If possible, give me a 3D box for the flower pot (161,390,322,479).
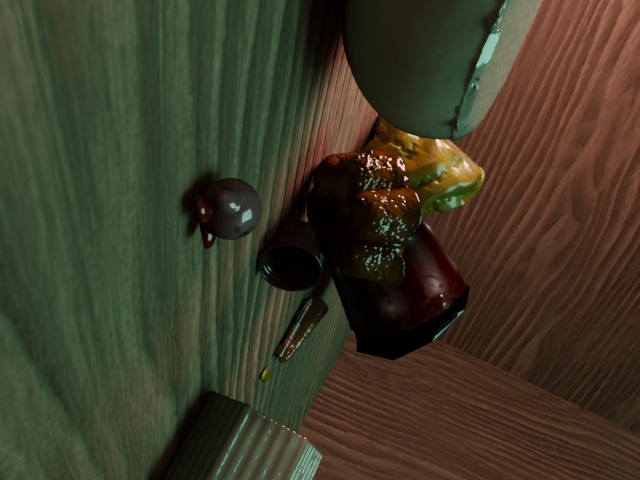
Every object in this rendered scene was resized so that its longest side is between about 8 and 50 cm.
[{"bbox_3d":[-0.134,0.400,0.940,0.190,0.209,0.239,-62,154,-23],"label":"flower pot"}]

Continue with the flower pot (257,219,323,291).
[{"bbox_3d":[-0.043,0.017,0.915,0.089,0.111,0.111,-76,180,-48],"label":"flower pot"}]

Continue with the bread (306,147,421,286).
[{"bbox_3d":[0.072,-0.054,0.960,0.135,0.247,0.232,1,118,-29],"label":"bread"}]

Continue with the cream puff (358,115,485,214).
[{"bbox_3d":[0.216,-0.162,1.325,0.257,0.291,0.324,-46,-165,16],"label":"cream puff"}]

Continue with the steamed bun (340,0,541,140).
[{"bbox_3d":[0.159,-0.330,0.715,0.374,0.241,0.374,-56,165,-23],"label":"steamed bun"}]

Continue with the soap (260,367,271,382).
[{"bbox_3d":[-0.136,0.337,1.356,0.034,0.012,0.089,-62,169,-16],"label":"soap"}]

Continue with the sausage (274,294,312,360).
[{"bbox_3d":[-0.069,0.223,1.399,0.198,0.025,0.028,-61,153,-24],"label":"sausage"}]

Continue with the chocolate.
[{"bbox_3d":[0.189,0.091,1.528,0.383,0.331,0.384,-32,-167,8],"label":"chocolate"}]

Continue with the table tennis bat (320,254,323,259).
[{"bbox_3d":[0.000,0.000,1.227,0.237,0.038,0.149,-42,155,-71],"label":"table tennis bat"}]

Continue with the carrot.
[{"bbox_3d":[-0.054,0.247,1.466,0.210,0.061,0.061,-53,164,-31],"label":"carrot"}]

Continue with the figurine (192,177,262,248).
[{"bbox_3d":[-0.099,-0.035,0.588,0.083,0.071,0.067,107,-31,-70],"label":"figurine"}]
